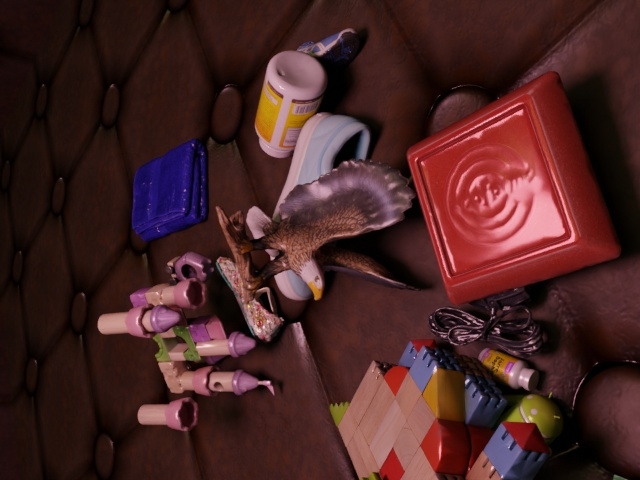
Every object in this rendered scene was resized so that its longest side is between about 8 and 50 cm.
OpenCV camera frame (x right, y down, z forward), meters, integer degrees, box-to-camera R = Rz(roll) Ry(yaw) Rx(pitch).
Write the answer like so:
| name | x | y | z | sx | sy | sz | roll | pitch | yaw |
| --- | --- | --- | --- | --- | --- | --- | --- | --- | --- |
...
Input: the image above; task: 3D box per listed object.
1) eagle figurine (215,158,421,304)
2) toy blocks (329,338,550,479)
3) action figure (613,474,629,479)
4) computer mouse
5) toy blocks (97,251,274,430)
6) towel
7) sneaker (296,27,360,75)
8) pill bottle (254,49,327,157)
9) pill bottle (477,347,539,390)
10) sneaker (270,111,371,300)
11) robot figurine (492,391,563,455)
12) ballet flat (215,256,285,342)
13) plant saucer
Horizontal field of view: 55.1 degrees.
| name | x | y | z | sx | sy | sz | roll | pitch | yaw |
| --- | --- | --- | --- | --- | --- | --- | --- | --- | --- |
| eagle figurine | 0.003 | 0.010 | 1.014 | 0.226 | 0.298 | 0.225 | 92 | 163 | -76 |
| toy blocks | 0.158 | 0.275 | 0.880 | 0.261 | 0.190 | 0.381 | -66 | 25 | 19 |
| action figure | 0.392 | 0.419 | 0.728 | 0.137 | 0.063 | 0.233 | 15 | 100 | 44 |
| computer mouse | 0.255 | 0.024 | 0.913 | 0.188 | 0.072 | 0.273 | 4 | 94 | 45 |
| toy blocks | -0.241 | 0.198 | 1.296 | 0.259 | 0.309 | 0.289 | -8 | 110 | 26 |
| towel | -0.413 | -0.131 | 1.643 | 0.308 | 0.076 | 0.228 | -13 | 77 | 46 |
| sneaker | -0.007 | -0.370 | 1.230 | 0.211 | 0.080 | 0.081 | -24 | 70 | 43 |
| pill bottle | -0.065 | -0.260 | 1.216 | 0.215 | 0.117 | 0.117 | 116 | 140 | -57 |
| pill bottle | 0.272 | 0.189 | 0.891 | 0.083 | 0.043 | 0.044 | 16 | 98 | 47 |
| sneaker | 0.008 | -0.058 | 1.139 | 0.150 | 0.135 | 0.366 | 14 | 97 | 50 |
| robot figurine | 0.286 | 0.259 | 0.850 | 0.115 | 0.067 | 0.101 | -54 | 19 | 30 |
| ballet flat | -0.148 | 0.116 | 1.341 | 0.077 | 0.091 | 0.241 | -36 | 60 | 4 |
| plant saucer | 0.238 | -0.062 | 0.844 | 0.258 | 0.047 | 0.259 | -25 | 73 | 42 |
